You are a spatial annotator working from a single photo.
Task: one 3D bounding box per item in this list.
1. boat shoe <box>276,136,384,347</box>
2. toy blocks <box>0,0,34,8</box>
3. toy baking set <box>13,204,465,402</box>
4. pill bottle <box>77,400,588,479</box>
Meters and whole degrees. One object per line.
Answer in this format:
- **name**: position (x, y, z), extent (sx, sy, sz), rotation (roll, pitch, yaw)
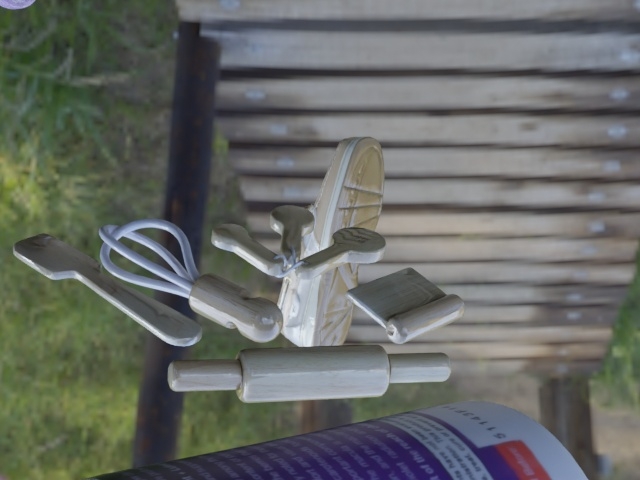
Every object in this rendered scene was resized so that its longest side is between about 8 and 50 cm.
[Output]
- **boat shoe**: position (0.000, 0.000, 1.074), extent (0.059, 0.170, 0.063), rotation (21, -168, 33)
- **toy blocks**: position (-0.410, -0.267, 1.182), extent (0.260, 0.309, 0.288), rotation (-7, -165, 40)
- **toy baking set**: position (-0.045, 0.037, 0.861), extent (0.256, 0.197, 0.030), rotation (-3, 119, -22)
- **pill bottle**: position (-0.023, 0.110, 0.387), extent (0.193, 0.108, 0.108), rotation (-7, 160, -30)
